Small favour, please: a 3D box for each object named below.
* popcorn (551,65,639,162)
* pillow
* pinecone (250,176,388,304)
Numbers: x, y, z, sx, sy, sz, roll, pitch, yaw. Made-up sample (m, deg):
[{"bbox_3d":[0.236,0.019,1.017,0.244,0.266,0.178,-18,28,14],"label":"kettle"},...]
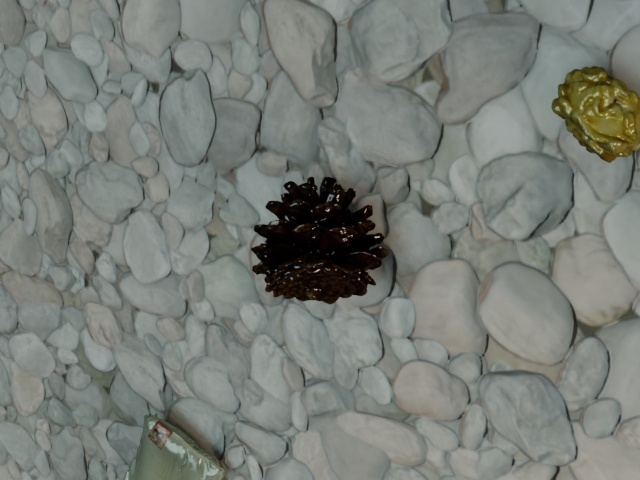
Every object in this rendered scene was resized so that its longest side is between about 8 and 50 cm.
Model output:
[{"bbox_3d":[0.227,-0.104,0.751,0.082,0.083,0.057,38,97,-21],"label":"popcorn"},{"bbox_3d":[-0.208,0.335,1.221,0.128,0.051,0.229,33,124,12],"label":"pillow"},{"bbox_3d":[-0.001,0.000,0.915,0.140,0.140,0.121,-20,69,38],"label":"pinecone"}]
